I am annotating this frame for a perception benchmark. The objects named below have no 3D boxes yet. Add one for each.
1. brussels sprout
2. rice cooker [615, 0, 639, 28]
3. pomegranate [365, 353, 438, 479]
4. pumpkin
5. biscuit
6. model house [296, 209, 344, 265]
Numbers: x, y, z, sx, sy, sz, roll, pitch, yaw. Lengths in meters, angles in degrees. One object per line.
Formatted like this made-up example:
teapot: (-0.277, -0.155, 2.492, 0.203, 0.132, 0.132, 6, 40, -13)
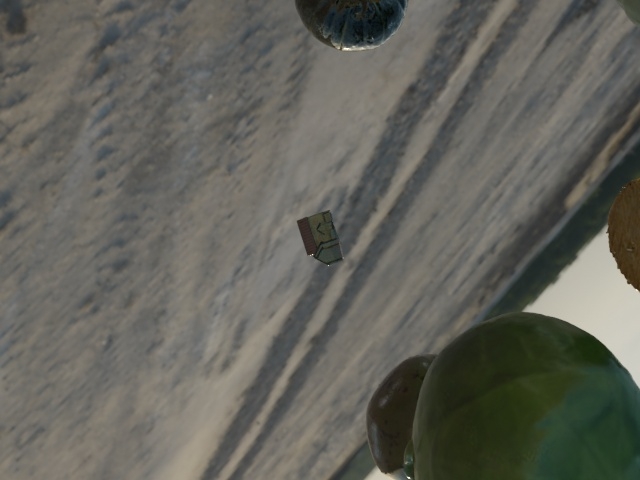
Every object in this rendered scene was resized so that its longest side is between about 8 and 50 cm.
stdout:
brussels sprout: (0.173, 0.183, 0.850, 0.244, 0.244, 0.244, -47, 169, -12)
rice cooker: (0.460, -0.317, 0.948, 0.335, 0.325, 0.335, -44, -145, 43)
pomegranate: (0.251, 0.373, 2.032, 0.291, 0.291, 0.323, -44, -165, -27)
pumpkin: (0.059, -0.467, 1.888, 0.224, 0.223, 0.157, -46, 171, -17)
biscuit: (0.647, 0.002, 1.883, 0.035, 0.254, 0.254, -18, 154, -29)
model house: (0.000, 0.000, 1.543, 0.058, 0.083, 0.057, -17, 179, 6)
